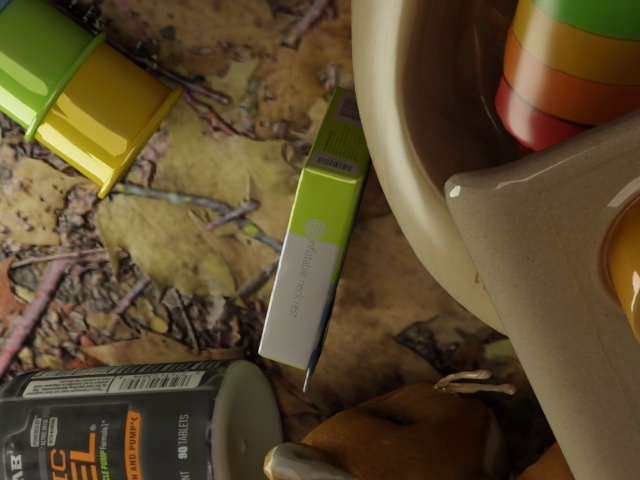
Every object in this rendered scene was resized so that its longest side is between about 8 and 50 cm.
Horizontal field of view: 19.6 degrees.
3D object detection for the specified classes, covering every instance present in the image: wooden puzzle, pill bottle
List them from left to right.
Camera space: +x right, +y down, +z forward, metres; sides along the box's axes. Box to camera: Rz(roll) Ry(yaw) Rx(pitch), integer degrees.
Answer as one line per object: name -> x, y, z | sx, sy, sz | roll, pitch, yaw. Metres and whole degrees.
pill bottle -> -0.161, 0.159, 1.383 | 0.245, 0.130, 0.130 | -5, 120, 21
wooden puzzle -> 0.275, 0.035, 0.961 | 0.348, 0.080, 0.322 | -20, 131, 10

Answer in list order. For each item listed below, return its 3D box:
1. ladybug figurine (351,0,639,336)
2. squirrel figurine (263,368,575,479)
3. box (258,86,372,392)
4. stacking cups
ladybug figurine -> 0.172, -0.138, 1.039 | 0.305, 0.162, 0.449 | 32, 134, 21
squirrel figurine -> 0.109, 0.267, 1.218 | 0.370, 0.397, 0.281 | 24, 157, 22
box -> 0.000, 0.000, 1.242 | 0.042, 0.109, 0.178 | 16, 125, 2
stacking cups -> -0.244, -0.155, 1.228 | 0.316, 0.096, 0.096 | 36, 125, -7
